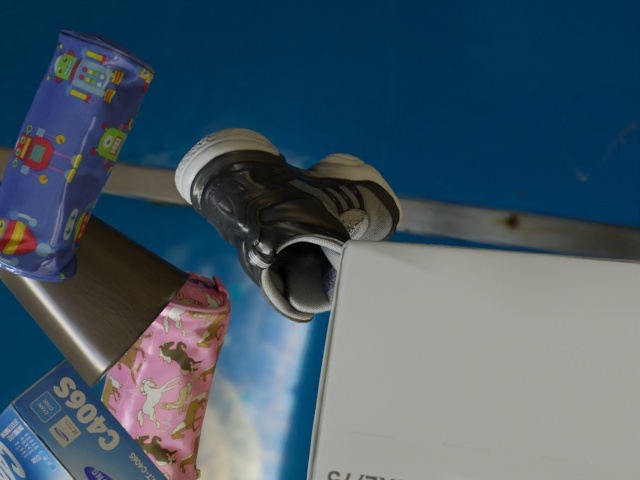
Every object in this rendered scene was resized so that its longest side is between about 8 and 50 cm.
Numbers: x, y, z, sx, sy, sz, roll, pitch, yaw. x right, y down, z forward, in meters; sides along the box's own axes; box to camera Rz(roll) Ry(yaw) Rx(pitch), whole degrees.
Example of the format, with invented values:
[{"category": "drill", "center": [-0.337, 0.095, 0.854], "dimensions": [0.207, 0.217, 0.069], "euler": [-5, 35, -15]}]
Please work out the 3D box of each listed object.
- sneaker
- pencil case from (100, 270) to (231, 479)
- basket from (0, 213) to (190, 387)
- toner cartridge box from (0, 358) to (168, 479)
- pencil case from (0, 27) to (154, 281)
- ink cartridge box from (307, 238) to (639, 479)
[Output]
[{"category": "sneaker", "center": [0.000, 0.000, 1.120], "dimensions": [0.101, 0.153, 0.268], "euler": [-46, -34, 23]}, {"category": "pencil case", "center": [-0.250, 0.237, 2.035], "dimensions": [0.167, 0.160, 0.386], "euler": [-15, -58, -57]}, {"category": "basket", "center": [-0.327, 0.048, 1.734], "dimensions": [0.227, 0.154, 0.204], "euler": [41, -101, -7]}, {"category": "toner cartridge box", "center": [-0.285, 0.246, 1.390], "dimensions": [0.165, 0.348, 0.075], "euler": [49, -119, -1]}, {"category": "pencil case", "center": [-0.302, -0.096, 1.551], "dimensions": [0.133, 0.119, 0.306], "euler": [16, -83, -61]}, {"category": "ink cartridge box", "center": [0.125, 0.127, 0.703], "dimensions": [0.270, 0.198, 0.197], "euler": [39, -123, -70]}]
